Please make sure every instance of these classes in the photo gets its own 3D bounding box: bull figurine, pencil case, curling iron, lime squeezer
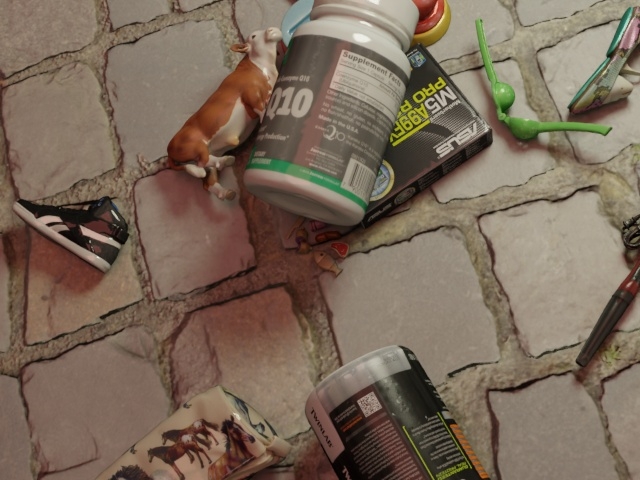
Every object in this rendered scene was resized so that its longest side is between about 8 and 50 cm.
[{"bbox_3d":[-0.141,-0.222,1.737,0.310,0.101,0.188,-49,50,9],"label":"bull figurine"},{"bbox_3d":[-0.241,0.392,1.524,0.410,0.160,0.183,-39,51,-3],"label":"pencil case"},{"bbox_3d":[0.463,0.076,1.551,0.068,0.035,0.274,23,76,23],"label":"curling iron"},{"bbox_3d":[0.333,-0.242,1.666,0.310,0.058,0.110,48,126,25],"label":"lime squeezer"}]

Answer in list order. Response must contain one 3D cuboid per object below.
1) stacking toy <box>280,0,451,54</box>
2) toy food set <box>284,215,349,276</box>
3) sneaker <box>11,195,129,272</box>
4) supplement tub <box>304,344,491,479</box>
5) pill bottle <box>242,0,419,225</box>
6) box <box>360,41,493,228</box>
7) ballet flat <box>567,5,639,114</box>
[{"bbox_3d":[0.052,-0.455,1.783,0.308,0.130,0.280,-23,68,3],"label":"stacking toy"},{"bbox_3d":[0.000,0.000,1.689,0.122,0.019,0.078,32,80,21],"label":"toy food set"},{"bbox_3d":[-0.434,-0.042,1.777,0.216,0.079,0.121,31,76,12],"label":"sneaker"},{"bbox_3d":[0.125,0.330,1.449,0.193,0.193,0.316,-31,66,0],"label":"supplement tub"},{"bbox_3d":[0.024,-0.222,1.590,0.204,0.204,0.361,16,80,17],"label":"pill bottle"},{"bbox_3d":[0.124,-0.182,1.706,0.270,0.060,0.216,-34,67,-1],"label":"box"},{"bbox_3d":[0.499,-0.289,1.661,0.079,0.077,0.222,33,79,1],"label":"ballet flat"}]
